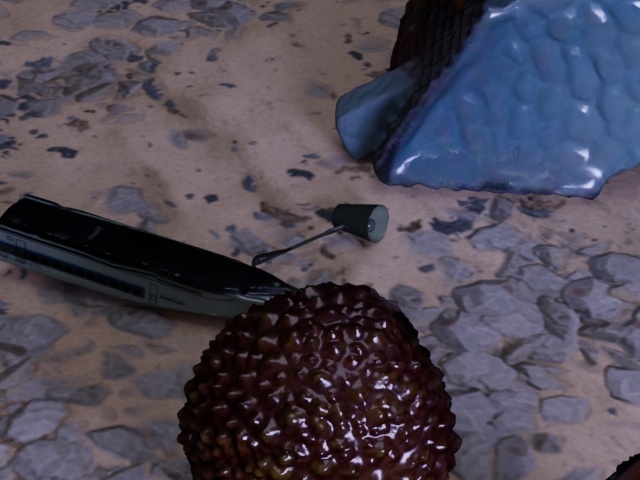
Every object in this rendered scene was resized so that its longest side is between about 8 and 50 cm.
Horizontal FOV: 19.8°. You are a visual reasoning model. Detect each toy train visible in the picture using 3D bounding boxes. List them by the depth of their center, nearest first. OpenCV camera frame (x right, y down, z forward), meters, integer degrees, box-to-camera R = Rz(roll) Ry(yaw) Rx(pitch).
[{"bbox_3d":[-0.133,0.026,1.430,0.252,0.048,0.055,17,31,15],"label":"toy train"}]

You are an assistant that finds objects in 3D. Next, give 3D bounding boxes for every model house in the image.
[{"bbox_3d":[0.168,-0.219,1.646,0.339,0.297,0.360,-24,27,21],"label":"model house"}]

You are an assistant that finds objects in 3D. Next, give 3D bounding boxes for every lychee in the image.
[{"bbox_3d":[-0.002,0.114,1.181,0.188,0.188,0.188,0,33,0],"label":"lychee"}]

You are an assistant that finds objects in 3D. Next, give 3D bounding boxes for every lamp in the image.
[{"bbox_3d":[0.000,-0.001,1.484,0.054,0.041,0.121,13,31,33],"label":"lamp"}]

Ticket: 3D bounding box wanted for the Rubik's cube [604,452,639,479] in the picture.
[{"bbox_3d":[0.226,0.223,1.114,0.178,0.211,0.190,21,7,-7],"label":"Rubik's cube"}]
